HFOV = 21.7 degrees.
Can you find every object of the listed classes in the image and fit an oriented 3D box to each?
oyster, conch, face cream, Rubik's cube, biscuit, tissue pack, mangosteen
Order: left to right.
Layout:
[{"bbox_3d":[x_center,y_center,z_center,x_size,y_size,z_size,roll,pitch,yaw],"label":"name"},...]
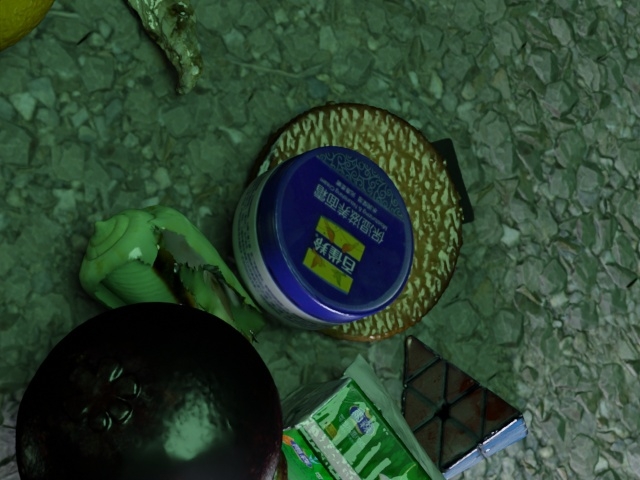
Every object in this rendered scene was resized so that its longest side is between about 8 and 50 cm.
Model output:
[{"bbox_3d":[-0.172,0.207,1.808,0.313,0.297,0.297,-4,81,-63],"label":"mangosteen"},{"bbox_3d":[-0.182,-0.285,2.004,0.106,0.061,0.200,-41,100,-28],"label":"oyster"},{"bbox_3d":[-0.158,0.053,1.902,0.250,0.143,0.137,36,22,-11],"label":"conch"},{"bbox_3d":[0.000,0.000,1.957,0.206,0.111,0.206,13,68,-33],"label":"face cream"},{"bbox_3d":[0.043,-0.023,2.079,0.305,0.038,0.305,3,83,-24],"label":"biscuit"},{"bbox_3d":[0.052,0.257,1.972,0.156,0.148,0.209,-39,99,-22],"label":"tissue pack"},{"bbox_3d":[0.221,0.234,2.079,0.178,0.190,0.211,13,79,-42],"label":"Rubik's cube"}]

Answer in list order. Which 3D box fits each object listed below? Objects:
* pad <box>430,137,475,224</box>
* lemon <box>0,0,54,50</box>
[{"bbox_3d":[0.106,-0.059,2.142,0.193,0.004,0.116,-15,88,-29],"label":"pad"},{"bbox_3d":[-0.376,-0.308,1.841,0.188,0.188,0.256,34,70,-18],"label":"lemon"}]
